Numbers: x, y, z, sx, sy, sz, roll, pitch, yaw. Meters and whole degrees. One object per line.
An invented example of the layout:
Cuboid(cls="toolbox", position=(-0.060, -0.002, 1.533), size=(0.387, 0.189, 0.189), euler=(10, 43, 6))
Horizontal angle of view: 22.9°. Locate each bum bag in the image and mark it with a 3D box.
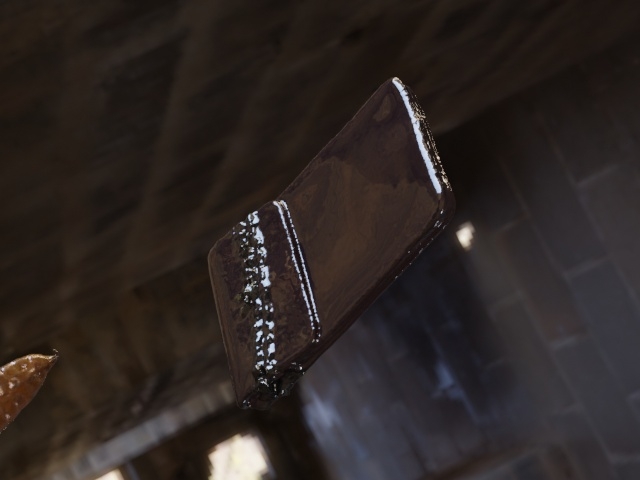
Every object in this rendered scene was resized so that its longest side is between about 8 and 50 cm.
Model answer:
Cuboid(cls="bum bag", position=(0.000, 0.000, 0.784), size=(0.026, 0.159, 0.109), euler=(24, -148, -33))

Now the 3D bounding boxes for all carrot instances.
Cuboid(cls="carrot", position=(-0.255, 0.139, 0.988), size=(0.057, 0.224, 0.057), euler=(43, 158, 23))
